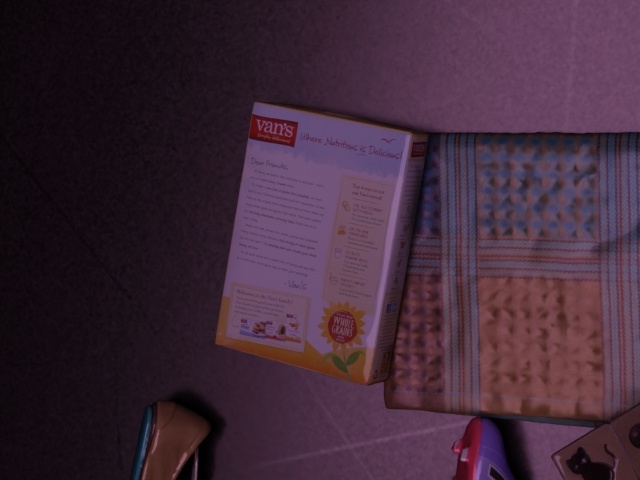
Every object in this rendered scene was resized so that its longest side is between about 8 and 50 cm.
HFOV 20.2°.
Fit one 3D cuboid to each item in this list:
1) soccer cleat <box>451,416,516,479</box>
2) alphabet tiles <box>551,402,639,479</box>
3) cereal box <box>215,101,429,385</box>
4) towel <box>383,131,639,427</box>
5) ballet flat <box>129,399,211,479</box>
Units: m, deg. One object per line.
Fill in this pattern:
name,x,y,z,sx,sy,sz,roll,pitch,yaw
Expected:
soccer cleat,0.164,0.285,1.652,0.095,0.083,0.248,1,92,-4
alphabet tiles,0.350,0.289,1.540,0.285,0.011,0.342,-30,94,-9
cereal box,0.000,0.000,1.682,0.173,0.047,0.240,14,98,28
towel,0.239,0.035,1.632,0.370,0.040,0.271,2,92,19
ballet flat,-0.165,0.271,1.752,0.073,0.080,0.232,16,101,-14
